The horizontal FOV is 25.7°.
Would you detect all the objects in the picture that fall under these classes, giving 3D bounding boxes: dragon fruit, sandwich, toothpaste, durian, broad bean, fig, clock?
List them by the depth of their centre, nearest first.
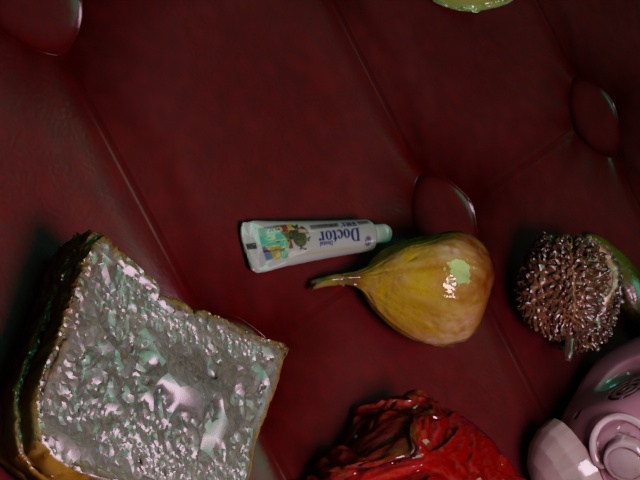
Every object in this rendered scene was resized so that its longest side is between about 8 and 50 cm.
[{"bbox_3d":[-0.193,0.170,1.517,0.301,0.099,0.271,34,52,-32],"label":"sandwich"},{"bbox_3d":[0.083,0.326,1.709,0.302,0.240,0.330,6,43,-15],"label":"dragon fruit"},{"bbox_3d":[0.000,0.000,1.828,0.255,0.037,0.067,-6,77,-42],"label":"toothpaste"},{"bbox_3d":[0.103,0.061,1.848,0.257,0.159,0.159,2,71,-24],"label":"fig"},{"bbox_3d":[0.479,0.249,1.985,0.184,0.342,0.326,57,36,-2],"label":"clock"},{"bbox_3d":[0.369,0.083,2.067,0.196,0.167,0.196,9,77,-41],"label":"durian"},{"bbox_3d":[0.530,0.122,2.280,0.339,0.061,0.077,54,37,-15],"label":"broad bean"}]

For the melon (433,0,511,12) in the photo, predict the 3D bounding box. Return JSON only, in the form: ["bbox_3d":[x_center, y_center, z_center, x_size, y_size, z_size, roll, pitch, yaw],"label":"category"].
[{"bbox_3d":[0.200,-0.427,2.151,0.209,0.118,0.064,42,33,-40],"label":"melon"}]
